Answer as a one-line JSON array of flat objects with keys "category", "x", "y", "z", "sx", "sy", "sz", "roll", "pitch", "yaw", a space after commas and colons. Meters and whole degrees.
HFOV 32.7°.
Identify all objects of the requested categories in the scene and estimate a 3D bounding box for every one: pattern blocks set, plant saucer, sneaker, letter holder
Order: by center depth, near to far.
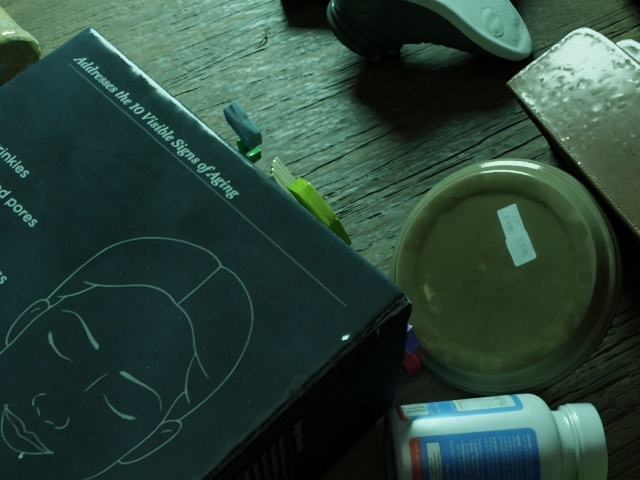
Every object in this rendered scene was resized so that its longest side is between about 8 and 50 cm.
[{"category": "pattern blocks set", "x": 0.000, "y": 0.000, "z": 1.197, "sx": 0.026, "sy": 0.285, "sz": 0.325, "roll": -37, "pitch": 72, "yaw": -6}, {"category": "plant saucer", "x": 0.199, "y": 0.037, "z": 1.233, "sx": 0.278, "sy": 0.041, "sz": 0.278, "roll": -7, "pitch": 75, "yaw": 27}, {"category": "letter holder", "x": 0.398, "y": -0.125, "z": 1.262, "sx": 0.214, "sy": 0.152, "sz": 0.302, "roll": -39, "pitch": 48, "yaw": 11}, {"category": "sneaker", "x": 0.140, "y": -0.295, "z": 1.477, "sx": 0.295, "sy": 0.147, "sz": 0.104, "roll": 18, "pitch": 58, "yaw": -27}]

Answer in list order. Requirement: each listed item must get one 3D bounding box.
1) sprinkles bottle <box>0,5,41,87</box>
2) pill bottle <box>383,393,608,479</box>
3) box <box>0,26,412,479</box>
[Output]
[{"category": "sprinkles bottle", "x": -0.524, "y": -0.332, "z": 1.470, "sx": 0.121, "sy": 0.121, "sz": 0.355, "roll": -37, "pitch": 67, "yaw": -20}, {"category": "pill bottle", "x": 0.183, "y": 0.228, "z": 1.155, "sx": 0.221, "sy": 0.124, "sz": 0.124, "roll": -4, "pitch": 60, "yaw": -3}, {"category": "box", "x": -0.244, "y": 0.118, "z": 1.113, "sx": 0.472, "sy": 0.297, "sz": 0.480, "roll": -41, "pitch": 68, "yaw": -20}]
